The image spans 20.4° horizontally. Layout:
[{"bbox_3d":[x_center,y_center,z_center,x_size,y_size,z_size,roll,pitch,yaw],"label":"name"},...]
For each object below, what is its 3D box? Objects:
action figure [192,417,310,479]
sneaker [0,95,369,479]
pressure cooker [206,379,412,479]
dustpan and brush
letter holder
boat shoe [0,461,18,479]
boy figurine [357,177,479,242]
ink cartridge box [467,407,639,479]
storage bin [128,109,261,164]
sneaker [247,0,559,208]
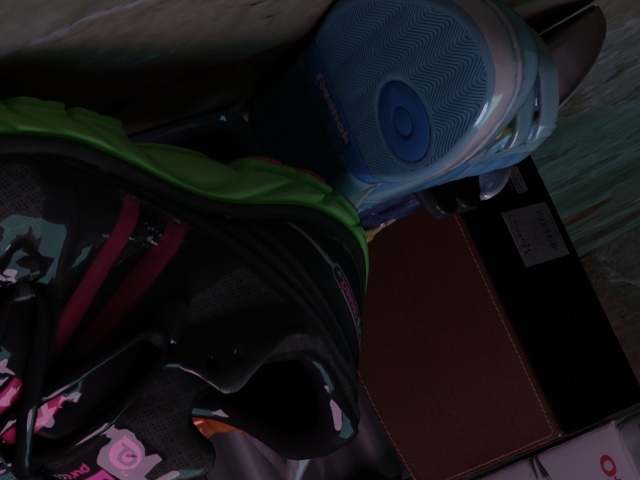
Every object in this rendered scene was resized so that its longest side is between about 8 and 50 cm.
[{"bbox_3d":[-0.181,0.155,1.481,0.341,0.178,0.330,-21,-162,-8],"label":"action figure"},{"bbox_3d":[-0.143,0.046,0.988,0.483,0.202,0.185,5,155,-40],"label":"sneaker"},{"bbox_3d":[-0.037,0.283,2.175,0.376,0.420,0.370,-28,170,20],"label":"pressure cooker"},{"bbox_3d":[0.143,-0.093,1.349,0.147,0.060,0.211,-29,-171,32],"label":"dustpan and brush"},{"bbox_3d":[0.144,0.074,1.783,0.152,0.301,0.214,-15,168,-48],"label":"letter holder"},{"bbox_3d":[-0.352,0.247,1.702,0.255,0.079,0.095,-25,-167,-10],"label":"boat shoe"},{"bbox_3d":[0.000,0.000,1.659,0.285,0.092,0.177,-32,172,25],"label":"boy figurine"},{"bbox_3d":[0.277,0.299,1.743,0.129,0.223,0.307,-18,170,-37],"label":"ink cartridge box"},{"bbox_3d":[-0.112,-0.022,1.223,0.135,0.098,0.091,-20,-179,-27],"label":"storage bin"},{"bbox_3d":[0.097,-0.108,1.155,0.208,0.127,0.319,-18,179,-26],"label":"sneaker"}]
